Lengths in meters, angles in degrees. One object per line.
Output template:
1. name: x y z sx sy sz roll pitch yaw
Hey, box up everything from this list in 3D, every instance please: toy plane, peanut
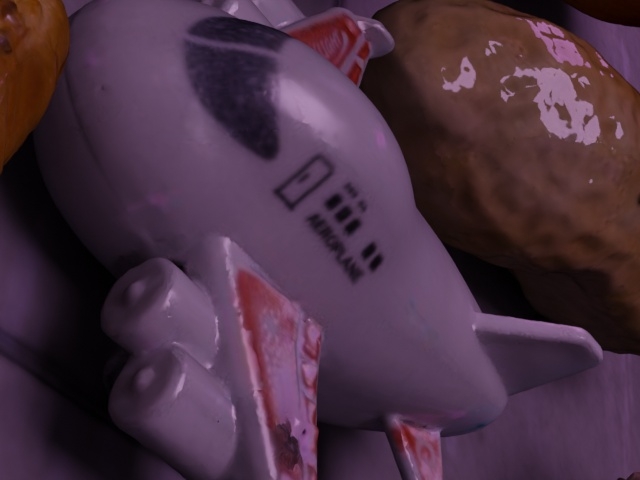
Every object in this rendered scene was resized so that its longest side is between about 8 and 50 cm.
1. toy plane: -0.003 0.001 0.497 0.252 0.118 0.252 34 43 -40
2. peanut: 0.130 -0.032 0.704 0.313 0.149 0.149 24 53 -47

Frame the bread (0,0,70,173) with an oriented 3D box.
1. bread: -0.139 -0.019 0.313 0.114 0.083 0.211 30 40 -14

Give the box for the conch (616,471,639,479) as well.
1. conch: 0.216 0.247 0.623 0.263 0.186 0.324 60 4 -38

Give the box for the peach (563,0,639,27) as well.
1. peach: 0.216 -0.278 0.895 0.281 0.238 0.281 4 75 -14
